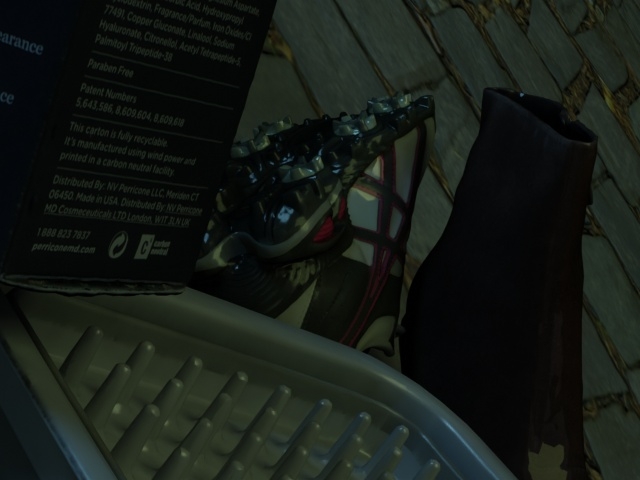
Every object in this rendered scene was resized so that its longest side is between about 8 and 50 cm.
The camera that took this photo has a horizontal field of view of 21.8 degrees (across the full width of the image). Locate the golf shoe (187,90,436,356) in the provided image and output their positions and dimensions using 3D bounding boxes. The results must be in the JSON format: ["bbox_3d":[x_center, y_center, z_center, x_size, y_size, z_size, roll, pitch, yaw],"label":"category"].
[{"bbox_3d":[0.000,0.000,0.854,0.273,0.105,0.120,-47,122,-62],"label":"golf shoe"}]

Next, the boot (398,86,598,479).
[{"bbox_3d":[0.092,0.049,0.792,0.090,0.207,0.248,7,20,-13],"label":"boot"}]

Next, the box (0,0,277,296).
[{"bbox_3d":[-0.100,-0.103,0.547,0.153,0.207,0.108,22,7,27],"label":"box"}]

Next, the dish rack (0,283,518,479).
[{"bbox_3d":[0.014,0.132,0.573,0.285,0.072,0.333,22,19,-42],"label":"dish rack"}]
